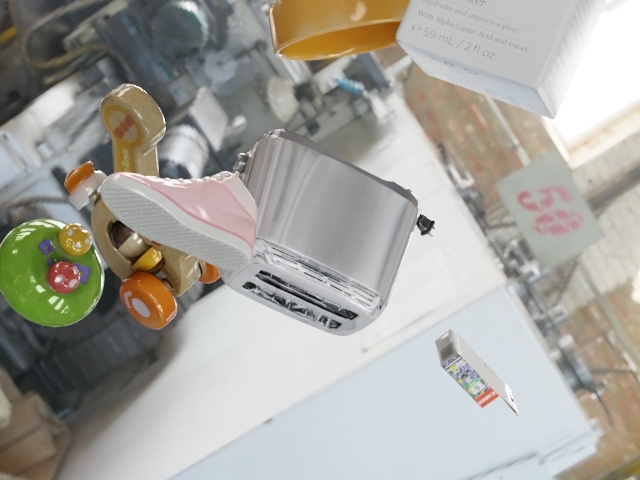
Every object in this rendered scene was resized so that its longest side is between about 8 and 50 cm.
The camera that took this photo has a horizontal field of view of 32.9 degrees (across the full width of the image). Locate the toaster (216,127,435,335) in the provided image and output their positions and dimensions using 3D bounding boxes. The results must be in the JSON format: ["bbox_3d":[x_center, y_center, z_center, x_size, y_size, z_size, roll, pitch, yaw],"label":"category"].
[{"bbox_3d":[0.000,0.000,1.113,0.227,0.146,0.129,26,-26,-16],"label":"toaster"}]

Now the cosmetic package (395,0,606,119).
[{"bbox_3d":[0.190,-0.239,1.067,0.151,0.183,0.151,22,2,19],"label":"cosmetic package"}]

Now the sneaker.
[{"bbox_3d":[-0.110,-0.032,0.885,0.134,0.051,0.070,27,53,-16],"label":"sneaker"}]

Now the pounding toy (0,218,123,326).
[{"bbox_3d":[-0.392,0.035,1.750,0.237,0.110,0.182,-8,76,-40],"label":"pounding toy"}]

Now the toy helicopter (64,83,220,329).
[{"bbox_3d":[-0.251,-0.066,1.423,0.235,0.140,0.355,31,-38,21],"label":"toy helicopter"}]

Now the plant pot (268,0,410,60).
[{"bbox_3d":[0.027,-0.339,1.345,0.205,0.205,0.187,-12,92,-82],"label":"plant pot"}]

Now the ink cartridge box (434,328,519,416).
[{"bbox_3d":[0.183,0.162,1.272,0.115,0.029,0.063,46,15,-17],"label":"ink cartridge box"}]
